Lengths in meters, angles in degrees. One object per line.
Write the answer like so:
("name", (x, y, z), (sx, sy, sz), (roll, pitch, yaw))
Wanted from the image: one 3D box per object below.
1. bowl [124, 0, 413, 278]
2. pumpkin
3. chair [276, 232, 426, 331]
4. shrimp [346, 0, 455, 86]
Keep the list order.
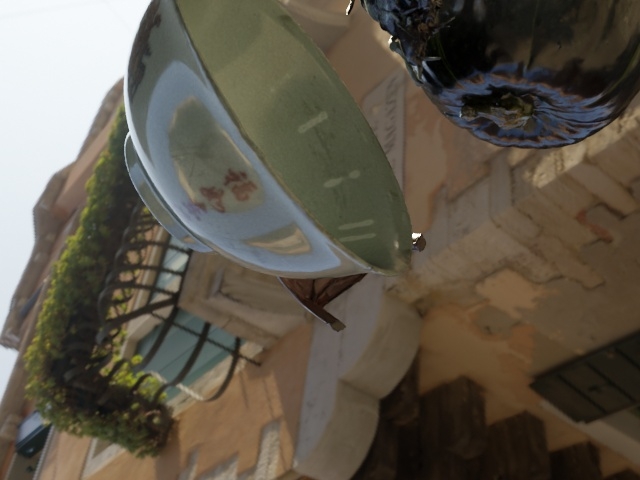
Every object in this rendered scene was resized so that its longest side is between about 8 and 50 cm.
("bowl", (-0.091, -0.106, 0.886), (0.435, 0.196, 0.434), (47, -158, -26))
("pumpkin", (0.274, -0.264, 1.020), (0.323, 0.323, 0.241), (22, -112, -32))
("chair", (0.000, 0.000, 1.182), (0.183, 0.326, 0.175), (-35, -80, -14))
("shrimp", (0.057, -0.178, 0.594), (0.174, 0.076, 0.082), (-91, -7, -56))
